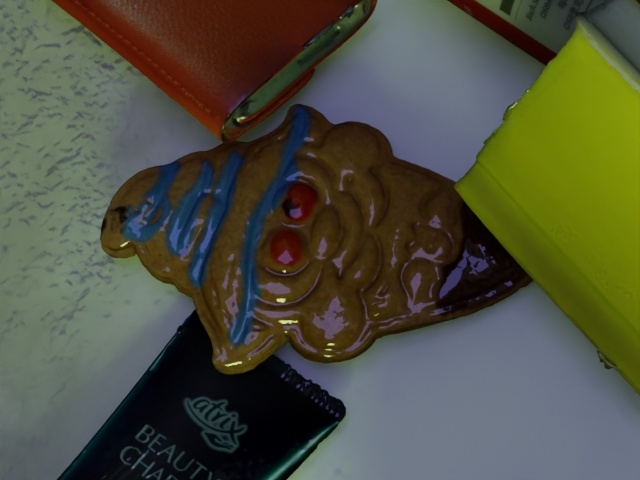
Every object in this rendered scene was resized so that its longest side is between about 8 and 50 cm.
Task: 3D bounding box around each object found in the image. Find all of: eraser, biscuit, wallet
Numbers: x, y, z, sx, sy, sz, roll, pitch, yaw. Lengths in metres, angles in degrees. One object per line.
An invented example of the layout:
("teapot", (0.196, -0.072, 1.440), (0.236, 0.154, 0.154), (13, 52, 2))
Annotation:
("eraser", (0.193, -0.007, 1.003), (0.226, 0.158, 0.069), (48, 43, 13))
("biscuit", (0.000, 0.000, 1.091), (0.280, 0.043, 0.183), (5, 69, 9))
("wallet", (-0.082, -0.165, 1.148), (0.204, 0.045, 0.142), (39, 70, 23))

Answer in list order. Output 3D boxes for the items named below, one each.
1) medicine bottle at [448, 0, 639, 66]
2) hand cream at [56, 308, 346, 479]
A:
("medicine bottle", (0.133, -0.192, 1.096), (0.250, 0.131, 0.131), (36, 79, 16))
("hand cream", (-0.112, 0.168, 1.049), (0.120, 0.061, 0.270), (35, 70, 21))
